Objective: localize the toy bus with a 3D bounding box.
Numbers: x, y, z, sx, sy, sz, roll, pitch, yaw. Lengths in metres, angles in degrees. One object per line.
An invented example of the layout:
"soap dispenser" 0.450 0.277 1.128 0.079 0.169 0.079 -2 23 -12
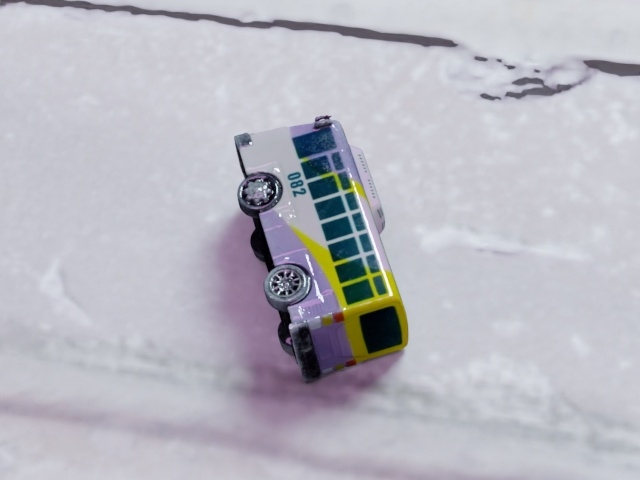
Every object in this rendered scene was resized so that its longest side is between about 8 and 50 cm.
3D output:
"toy bus" 0.000 0.000 0.829 0.058 0.052 0.102 -16 58 -2
